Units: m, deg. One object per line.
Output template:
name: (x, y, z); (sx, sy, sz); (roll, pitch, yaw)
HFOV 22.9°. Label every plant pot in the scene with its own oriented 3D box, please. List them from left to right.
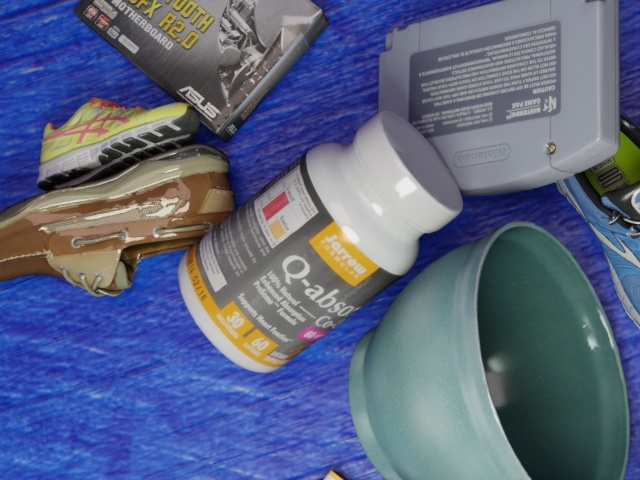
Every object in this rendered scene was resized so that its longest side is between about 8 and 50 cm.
plant pot: (0.152, 0.148, 1.576); (0.196, 0.293, 0.293); (-19, 76, 33)

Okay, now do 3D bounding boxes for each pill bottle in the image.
pill bottle: (0.000, 0.000, 1.632); (0.278, 0.162, 0.162); (-38, 76, 21)

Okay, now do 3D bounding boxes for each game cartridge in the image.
game cartridge: (0.182, -0.147, 1.645); (0.297, 0.062, 0.198); (-7, 81, 44)

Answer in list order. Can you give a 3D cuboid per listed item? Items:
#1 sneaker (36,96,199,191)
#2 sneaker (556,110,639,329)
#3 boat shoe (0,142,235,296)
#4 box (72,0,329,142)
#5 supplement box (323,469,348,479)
sneaker: (-0.231, -0.124, 1.759); (0.208, 0.081, 0.094); (-17, 66, 20)
sneaker: (0.337, -0.010, 1.619); (0.130, 0.147, 0.330); (-37, 77, 2)
boat shoe: (-0.242, 0.000, 1.732); (0.324, 0.122, 0.120); (-20, 81, 7)
box: (-0.135, -0.252, 1.787); (0.231, 0.056, 0.183); (41, 90, 13)
supplement box: (0.009, 0.301, 1.677); (0.062, 0.036, 0.098); (37, 88, 13)
